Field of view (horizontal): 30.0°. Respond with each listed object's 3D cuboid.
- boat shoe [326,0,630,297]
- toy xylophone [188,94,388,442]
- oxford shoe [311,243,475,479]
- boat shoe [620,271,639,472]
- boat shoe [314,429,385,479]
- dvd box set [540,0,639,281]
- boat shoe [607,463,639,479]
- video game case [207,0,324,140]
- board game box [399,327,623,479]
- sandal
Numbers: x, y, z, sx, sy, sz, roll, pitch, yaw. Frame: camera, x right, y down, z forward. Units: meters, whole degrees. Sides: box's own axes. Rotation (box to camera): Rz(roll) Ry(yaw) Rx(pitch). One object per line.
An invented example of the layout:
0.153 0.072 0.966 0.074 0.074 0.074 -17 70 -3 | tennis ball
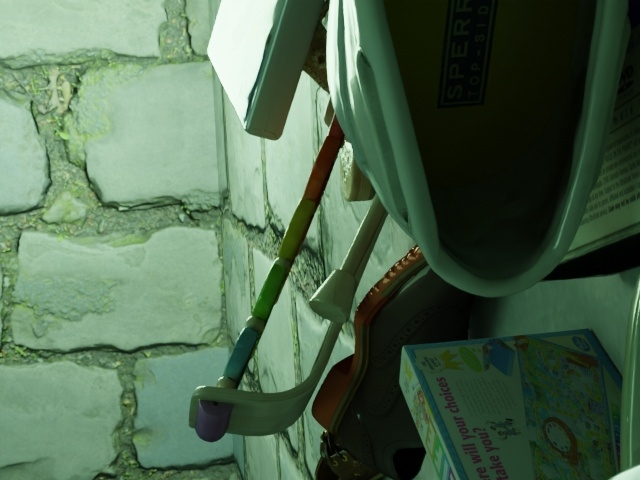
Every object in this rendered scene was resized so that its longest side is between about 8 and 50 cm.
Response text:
0.053 -0.126 0.349 0.156 0.136 0.367 -107 13 -49 | boat shoe
0.000 0.000 0.907 0.236 0.081 0.322 111 -179 -59 | toy xylophone
0.078 0.078 0.829 0.098 0.097 0.271 46 147 19 | oxford shoe
0.149 0.116 0.451 0.081 0.069 0.227 -19 -72 -71 | boat shoe
0.030 0.198 1.126 0.178 0.060 0.064 102 161 -56 | boat shoe
0.122 -0.208 0.481 0.307 0.062 0.420 133 131 -76 | dvd box set
0.140 0.091 0.351 0.228 0.076 0.080 -58 11 40 | boat shoe
-0.029 -0.286 1.072 0.300 0.036 0.329 -118 43 -66 | video game case
0.106 0.100 0.565 0.154 0.103 0.026 -109 19 -57 | board game box
0.008 -0.147 1.063 0.088 0.079 0.240 -119 27 -66 | sandal
